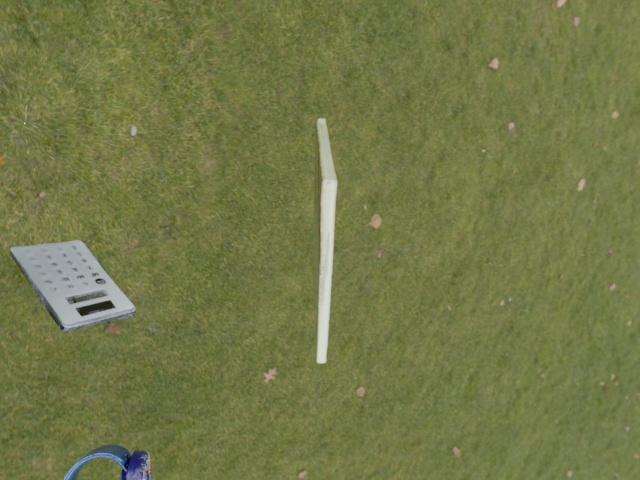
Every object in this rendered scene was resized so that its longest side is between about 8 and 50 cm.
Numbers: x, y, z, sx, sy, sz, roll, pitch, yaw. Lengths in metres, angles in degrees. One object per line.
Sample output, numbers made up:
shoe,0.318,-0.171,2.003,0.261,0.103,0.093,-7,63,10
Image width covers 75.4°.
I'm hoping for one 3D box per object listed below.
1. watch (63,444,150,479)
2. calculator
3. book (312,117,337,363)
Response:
watch,-0.553,0.641,1.079,0.201,0.171,0.195,4,65,-14
calculator,-0.536,0.091,0.899,0.161,0.262,0.021,-11,136,-58
book,0.000,0.000,0.598,0.020,0.207,0.295,0,125,-4
